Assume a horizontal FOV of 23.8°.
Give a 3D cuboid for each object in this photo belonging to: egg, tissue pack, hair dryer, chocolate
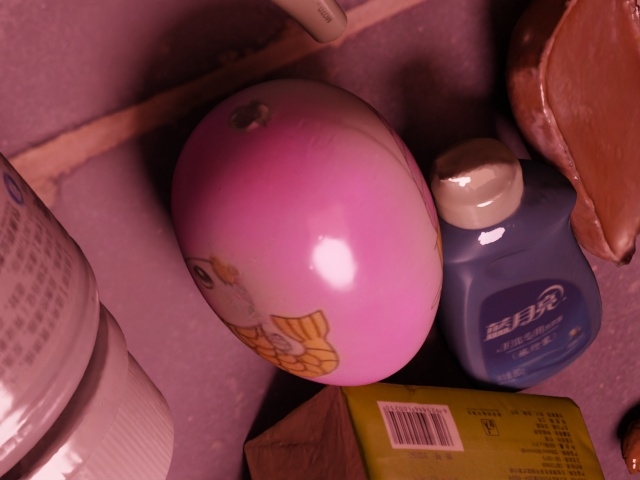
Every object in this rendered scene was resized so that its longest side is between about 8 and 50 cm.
[{"bbox_3d":[0.000,0.000,1.152,0.196,0.196,0.271,-48,127,-5],"label":"egg"},{"bbox_3d":[0.102,0.241,1.304,0.274,0.200,0.167,9,144,-37],"label":"tissue pack"},{"bbox_3d":[0.003,-0.246,1.144,0.199,0.067,0.167,-50,140,-22],"label":"hair dryer"},{"bbox_3d":[0.222,-0.113,1.311,0.161,0.083,0.261,-54,135,-27],"label":"chocolate"}]

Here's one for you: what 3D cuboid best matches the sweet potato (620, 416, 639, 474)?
[{"bbox_3d":[0.420,0.205,1.606,0.273,0.075,0.075,-1,112,-37],"label":"sweet potato"}]

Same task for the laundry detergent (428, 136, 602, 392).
[{"bbox_3d":[0.155,0.015,1.274,0.143,0.094,0.290,-26,143,-1],"label":"laundry detergent"}]

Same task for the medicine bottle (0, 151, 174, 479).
[{"bbox_3d":[-0.256,0.076,0.988,0.245,0.245,0.306,-42,128,-10],"label":"medicine bottle"}]
